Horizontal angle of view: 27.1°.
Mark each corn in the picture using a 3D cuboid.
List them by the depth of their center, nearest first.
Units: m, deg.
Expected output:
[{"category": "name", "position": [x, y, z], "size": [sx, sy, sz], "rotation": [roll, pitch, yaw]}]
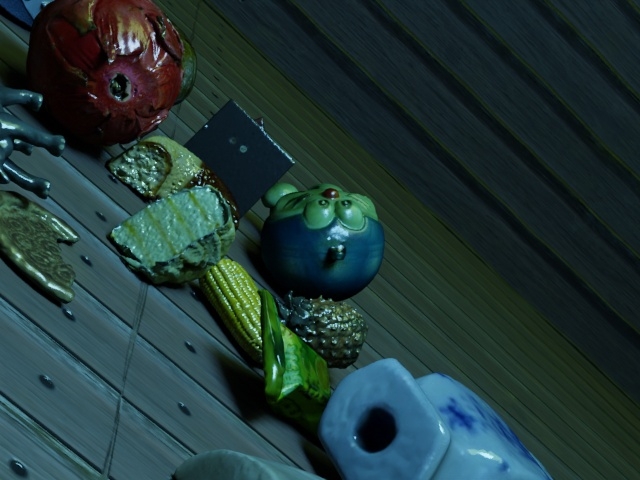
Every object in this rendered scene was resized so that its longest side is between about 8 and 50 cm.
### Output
[{"category": "corn", "position": [-0.101, 0.096, 1.788], "size": [0.165, 0.063, 0.085], "rotation": [54, 5, 30]}]

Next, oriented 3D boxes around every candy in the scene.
[{"category": "candy", "position": [-0.031, 0.180, 1.694], "size": [0.246, 0.069, 0.149], "rotation": [47, 26, -49]}]

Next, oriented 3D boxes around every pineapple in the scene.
[{"category": "pineapple", "position": [-0.027, 0.122, 1.904], "size": [0.197, 0.108, 0.108], "rotation": [19, 26, -37]}]

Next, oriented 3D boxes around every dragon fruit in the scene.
[{"category": "dragon fruit", "position": [-0.305, -0.251, 1.893], "size": [0.241, 0.241, 0.252], "rotation": [36, 31, -36]}]

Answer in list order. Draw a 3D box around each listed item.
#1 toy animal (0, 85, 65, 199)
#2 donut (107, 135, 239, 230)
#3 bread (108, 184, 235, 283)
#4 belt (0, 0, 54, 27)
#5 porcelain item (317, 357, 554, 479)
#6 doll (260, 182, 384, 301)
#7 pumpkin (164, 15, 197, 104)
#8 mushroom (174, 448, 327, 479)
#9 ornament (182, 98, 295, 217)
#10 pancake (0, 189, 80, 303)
[{"category": "toy animal", "position": [-0.361, -0.100, 1.489], "size": [0.137, 0.082, 0.269], "rotation": [16, 26, -25]}, {"category": "donut", "position": [-0.208, -0.082, 1.974], "size": [0.217, 0.085, 0.141], "rotation": [39, 13, -18]}, {"category": "bread", "position": [-0.189, 0.006, 1.738], "size": [0.103, 0.156, 0.110], "rotation": [58, -16, 25]}, {"category": "belt", "position": [-0.441, -0.409, 2.169], "size": [0.122, 0.128, 0.218], "rotation": [50, 12, 23]}, {"category": "porcelain item", "position": [0.173, 0.307, 1.740], "size": [0.405, 0.178, 0.242], "rotation": [37, 13, -48]}, {"category": "doll", "position": [-0.001, 0.000, 2.163], "size": [0.198, 0.186, 0.322], "rotation": [1, 8, -6]}, {"category": "pumpkin", "position": [-0.304, -0.286, 2.174], "size": [0.219, 0.162, 0.219], "rotation": [16, 23, -7]}, {"category": "mushroom", "position": [0.042, 0.328, 1.366], "size": [0.397, 0.126, 0.177], "rotation": [32, 9, -36]}, {"category": "ornament", "position": [-0.146, -0.131, 2.269], "size": [0.153, 0.166, 0.196], "rotation": [46, -3, -2]}, {"category": "pancake", "position": [-0.310, 0.008, 1.489], "size": [0.190, 0.020, 0.184], "rotation": [53, 13, 31]}]
